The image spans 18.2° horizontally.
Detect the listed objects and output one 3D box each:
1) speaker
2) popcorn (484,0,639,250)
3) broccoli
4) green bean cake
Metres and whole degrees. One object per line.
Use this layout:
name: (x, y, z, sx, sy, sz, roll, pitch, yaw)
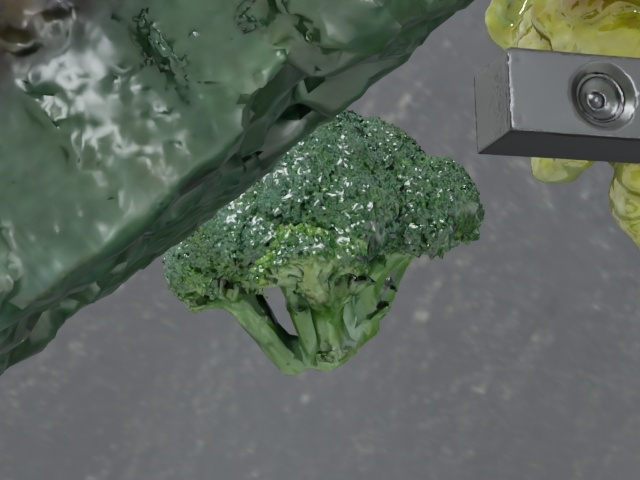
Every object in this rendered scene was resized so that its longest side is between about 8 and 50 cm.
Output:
speaker: (0.168, -0.058, 0.932, 0.191, 0.046, 0.040, 2, 77, -17)
popcorn: (0.248, -0.137, 1.396, 0.293, 0.237, 0.293, -8, 54, 11)
broccoli: (0.000, 0.000, 1.826, 0.294, 0.245, 0.265, -21, 28, -7)
green bean cake: (-0.103, -0.064, 0.675, 0.169, 0.308, 0.300, 51, 134, 2)
